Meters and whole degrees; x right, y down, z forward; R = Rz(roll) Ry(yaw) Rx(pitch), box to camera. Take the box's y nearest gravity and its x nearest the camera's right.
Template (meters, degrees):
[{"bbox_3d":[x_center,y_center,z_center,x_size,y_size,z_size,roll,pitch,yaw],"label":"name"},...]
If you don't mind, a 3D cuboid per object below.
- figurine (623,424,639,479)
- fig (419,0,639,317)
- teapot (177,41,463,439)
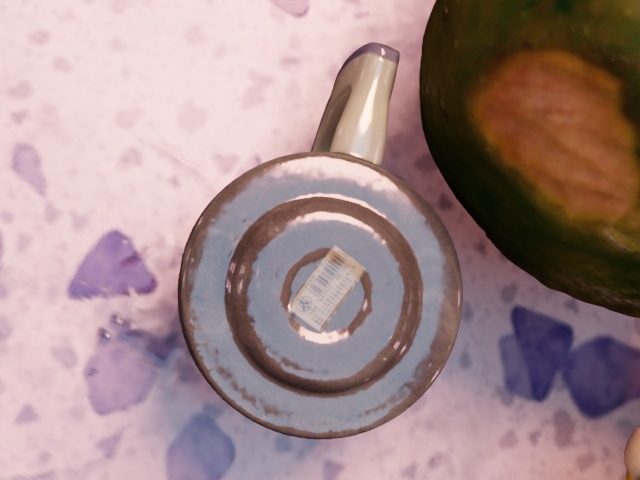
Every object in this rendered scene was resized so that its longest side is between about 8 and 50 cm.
[{"bbox_3d":[0.209,0.112,0.417,0.343,0.215,0.187,-29,129,-11],"label":"figurine"},{"bbox_3d":[0.150,-0.045,0.378,0.195,0.195,0.245,-43,75,-15],"label":"fig"},{"bbox_3d":[-0.010,0.004,0.415,0.111,0.108,0.149,-13,90,-10],"label":"teapot"}]
